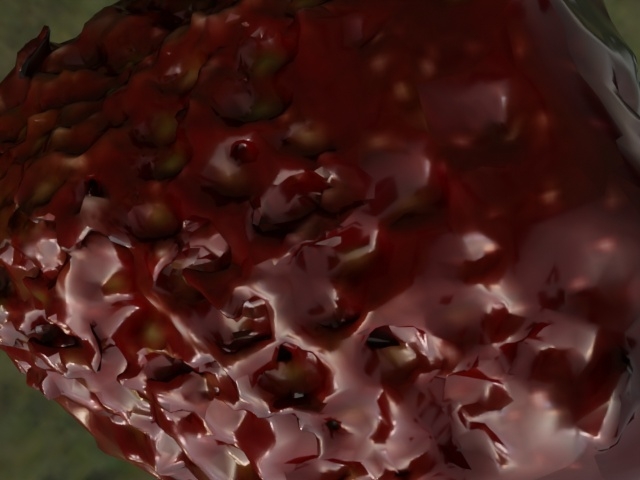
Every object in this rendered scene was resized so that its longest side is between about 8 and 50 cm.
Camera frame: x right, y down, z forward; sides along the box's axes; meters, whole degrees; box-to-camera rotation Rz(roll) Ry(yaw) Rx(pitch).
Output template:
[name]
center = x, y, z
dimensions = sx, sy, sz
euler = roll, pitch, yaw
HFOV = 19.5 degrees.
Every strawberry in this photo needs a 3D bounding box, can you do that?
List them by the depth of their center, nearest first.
[strawberry]
center = 0.000, 0.000, 0.477
dimensions = 0.184, 0.201, 0.187
euler = 94, -4, -68
